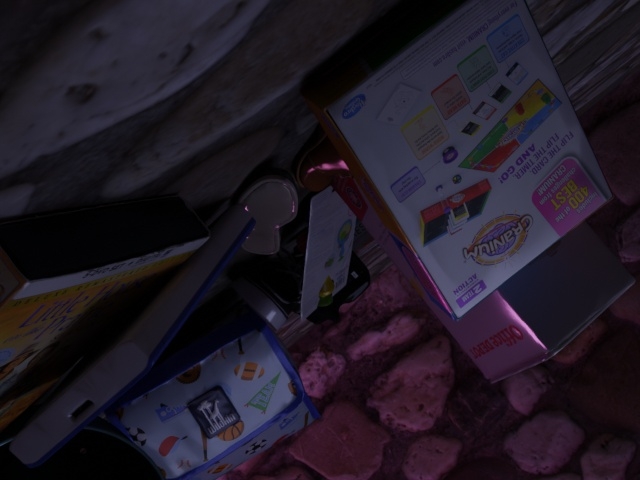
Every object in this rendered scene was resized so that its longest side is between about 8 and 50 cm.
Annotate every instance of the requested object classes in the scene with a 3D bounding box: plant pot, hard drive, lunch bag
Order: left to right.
[{"bbox_3d":[-0.363,0.351,1.270,0.293,0.293,0.235,-36,-161,-14],"label":"plant pot"},{"bbox_3d":[-0.194,0.093,1.052,0.210,0.040,0.318,-40,-170,27],"label":"hard drive"},{"bbox_3d":[-0.198,0.291,1.770,0.328,0.239,0.385,-31,153,-6],"label":"lunch bag"}]

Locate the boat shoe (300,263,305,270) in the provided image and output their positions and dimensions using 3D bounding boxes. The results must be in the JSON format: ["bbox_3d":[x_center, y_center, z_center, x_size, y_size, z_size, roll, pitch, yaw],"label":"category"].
[{"bbox_3d":[-0.080,0.104,1.918,0.184,0.066,0.063,-27,149,-38],"label":"boat shoe"}]

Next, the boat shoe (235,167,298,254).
[{"bbox_3d":[-0.067,-0.049,1.199,0.206,0.075,0.065,111,-11,-65],"label":"boat shoe"}]

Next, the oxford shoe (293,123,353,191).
[{"bbox_3d":[0.023,-0.101,1.183,0.076,0.076,0.212,-37,173,-24],"label":"oxford shoe"}]

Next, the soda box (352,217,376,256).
[{"bbox_3d":[0.089,-0.017,1.971,0.183,0.063,0.058,-39,170,8],"label":"soda box"}]

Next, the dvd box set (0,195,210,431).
[{"bbox_3d":[-0.324,0.120,0.918,0.420,0.062,0.307,-41,172,20],"label":"dvd box set"}]

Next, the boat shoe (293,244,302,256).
[{"bbox_3d":[0.001,-0.014,1.688,0.133,0.042,0.049,-34,-164,-27],"label":"boat shoe"}]

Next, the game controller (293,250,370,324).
[{"bbox_3d":[0.017,0.092,1.932,0.166,0.067,0.319,-48,164,-1],"label":"game controller"}]

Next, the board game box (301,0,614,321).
[{"bbox_3d":[0.160,-0.100,1.042,0.242,0.316,0.064,-37,-149,-6],"label":"board game box"}]

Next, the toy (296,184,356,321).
[{"bbox_3d":[0.000,0.000,1.549,0.137,0.056,0.237,-36,139,-45],"label":"toy"}]

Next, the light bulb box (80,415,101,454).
[{"bbox_3d":[-0.474,0.461,1.571,0.358,0.225,0.361,-35,172,-19],"label":"light bulb box"}]

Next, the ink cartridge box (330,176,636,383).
[{"bbox_3d":[0.200,-0.018,1.303,0.160,0.384,0.279,-36,172,-14],"label":"ink cartridge box"}]

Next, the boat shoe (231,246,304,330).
[{"bbox_3d":[-0.070,0.078,1.635,0.105,0.113,0.306,-45,174,2],"label":"boat shoe"}]
